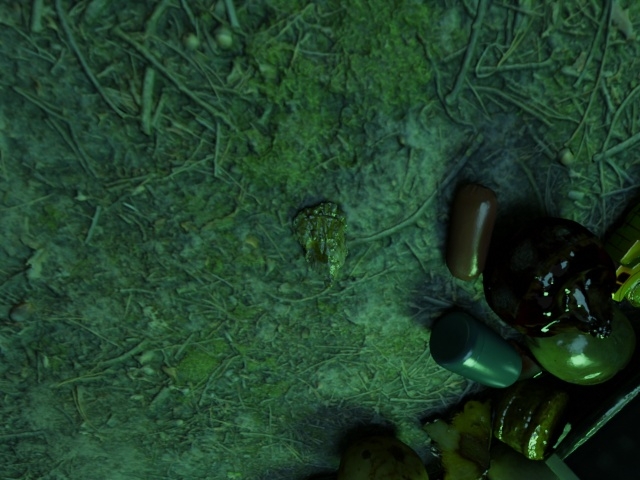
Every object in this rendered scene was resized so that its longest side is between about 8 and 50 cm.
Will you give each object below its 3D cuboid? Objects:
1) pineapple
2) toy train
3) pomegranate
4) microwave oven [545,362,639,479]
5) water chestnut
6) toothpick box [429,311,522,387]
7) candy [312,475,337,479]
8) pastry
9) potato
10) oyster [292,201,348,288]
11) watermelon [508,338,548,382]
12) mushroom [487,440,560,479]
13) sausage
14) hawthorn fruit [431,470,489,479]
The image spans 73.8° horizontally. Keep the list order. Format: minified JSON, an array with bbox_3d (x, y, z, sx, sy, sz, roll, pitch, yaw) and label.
[{"bbox_3d":[0.336,0.506,1.047,0.164,0.250,0.140,0,159,27],"label":"pineapple"},{"bbox_3d":[0.637,-0.006,0.813,0.160,0.101,0.297,20,114,-15],"label":"toy train"},{"bbox_3d":[0.142,0.576,1.002,0.215,0.215,0.216,-3,118,-6],"label":"pomegranate"},{"bbox_3d":[0.737,0.411,0.901,0.332,0.247,0.395,4,124,-47],"label":"microwave oven"},{"bbox_3d":[0.413,0.069,0.755,0.223,0.238,0.224,-11,124,-17],"label":"water chestnut"},{"bbox_3d":[0.329,0.236,0.891,0.184,0.120,0.120,31,110,-24],"label":"toothpick box"},{"bbox_3d":[0.036,0.753,1.095,0.295,0.185,0.296,-3,113,-7],"label":"candy"},{"bbox_3d":[0.488,0.406,0.983,0.188,0.103,0.189,-15,116,-33],"label":"pastry"},{"bbox_3d":[0.541,0.201,0.886,0.197,0.148,0.228,-46,111,-13],"label":"potato"},{"bbox_3d":[0.000,0.000,0.772,0.121,0.045,0.146,27,112,-5],"label":"oyster"},{"bbox_3d":[0.433,0.270,0.959,0.135,0.125,0.095,-15,91,24],"label":"watermelon"},{"bbox_3d":[0.522,0.590,1.049,0.226,0.226,0.178,18,71,-16],"label":"mushroom"},{"bbox_3d":[0.272,-0.012,0.776,0.077,0.077,0.194,-5,120,-5],"label":"sausage"},{"bbox_3d":[0.348,0.706,1.115,0.207,0.208,0.248,24,141,-19],"label":"hawthorn fruit"}]
